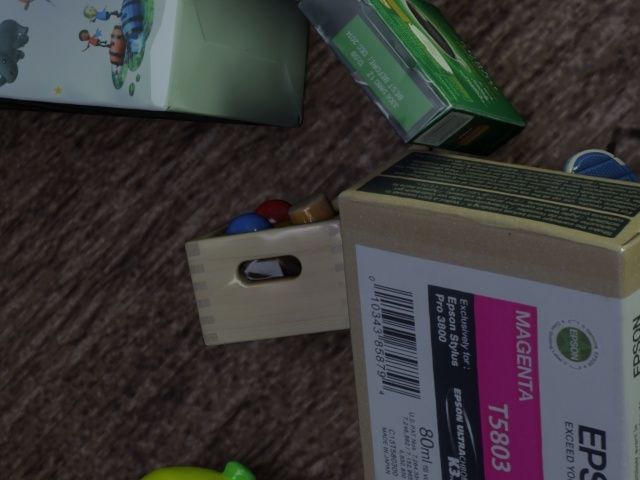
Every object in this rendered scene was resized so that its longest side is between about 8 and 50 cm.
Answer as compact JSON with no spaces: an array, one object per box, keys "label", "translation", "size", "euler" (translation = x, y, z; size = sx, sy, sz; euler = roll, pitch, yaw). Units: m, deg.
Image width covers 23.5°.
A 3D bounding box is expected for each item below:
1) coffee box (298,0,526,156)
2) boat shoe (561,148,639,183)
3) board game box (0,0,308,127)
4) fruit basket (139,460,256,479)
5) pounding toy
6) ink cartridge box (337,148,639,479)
[{"label":"coffee box","translation":[0.063,-0.108,0.974],"size":[0.040,0.184,0.113],"euler":[-41,78,17]},{"label":"boat shoe","translation":[0.183,0.034,0.983],"size":[0.066,0.066,0.183],"euler":[-15,90,-20]},{"label":"board game box","translation":[-0.188,-0.136,1.043],"size":[0.303,0.224,0.097],"euler":[5,92,19]},{"label":"fruit basket","translation":[-0.172,0.320,1.053],"size":[0.392,0.283,0.392],"euler":[5,56,-7]},{"label":"pounding toy","translation":[0.000,0.000,1.033],"size":[0.141,0.130,0.100],"euler":[-9,98,20]},{"label":"ink cartridge box","translation":[0.119,0.076,0.935],"size":[0.193,0.088,0.234],"euler":[11,119,35]}]
